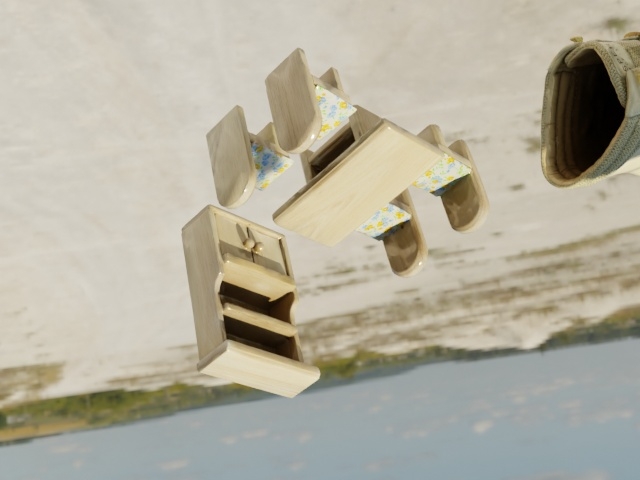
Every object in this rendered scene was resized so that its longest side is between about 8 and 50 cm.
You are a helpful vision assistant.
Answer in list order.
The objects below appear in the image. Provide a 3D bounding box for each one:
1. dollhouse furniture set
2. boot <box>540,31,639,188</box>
[{"bbox_3d":[0.000,0.000,0.857,0.212,0.161,0.242,23,130,-39],"label":"dollhouse furniture set"},{"bbox_3d":[0.283,-0.161,0.790,0.203,0.262,0.095,-7,-142,-40],"label":"boot"}]
